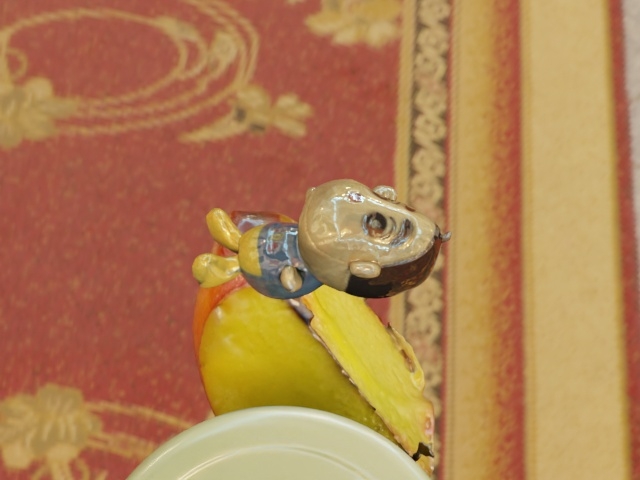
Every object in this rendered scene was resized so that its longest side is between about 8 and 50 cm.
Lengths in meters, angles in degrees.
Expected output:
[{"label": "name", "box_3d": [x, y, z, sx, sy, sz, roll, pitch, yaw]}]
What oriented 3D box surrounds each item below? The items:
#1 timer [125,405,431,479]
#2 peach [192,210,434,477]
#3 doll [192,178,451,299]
[{"label": "timer", "box_3d": [-0.020, 0.305, 1.306, 0.291, 0.315, 0.290, -2, 72, 5]}, {"label": "peach", "box_3d": [-0.026, 0.099, 1.377, 0.267, 0.154, 0.159, 51, 20, -12]}, {"label": "doll", "box_3d": [0.000, 0.000, 1.103, 0.179, 0.089, 0.102, -1, 43, 13]}]
